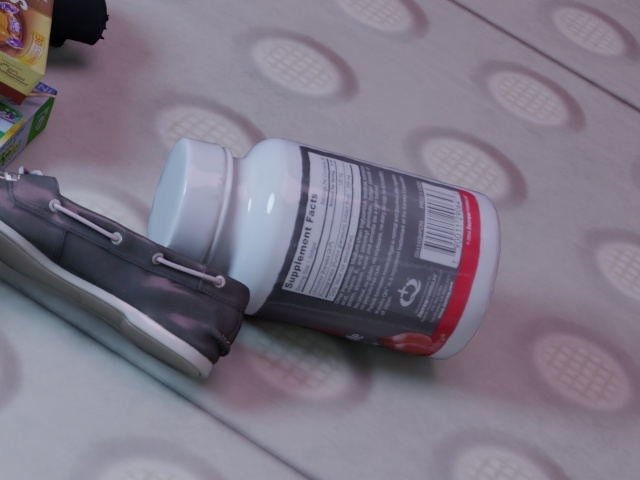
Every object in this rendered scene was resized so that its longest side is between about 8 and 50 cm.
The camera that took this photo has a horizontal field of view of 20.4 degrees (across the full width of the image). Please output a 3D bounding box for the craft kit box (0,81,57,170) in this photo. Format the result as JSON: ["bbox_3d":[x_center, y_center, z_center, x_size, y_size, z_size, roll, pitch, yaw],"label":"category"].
[{"bbox_3d":[-0.422,-0.134,1.760,0.250,0.061,0.247,28,31,3],"label":"craft kit box"}]

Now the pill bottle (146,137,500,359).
[{"bbox_3d":[0.000,0.000,1.741,0.318,0.176,0.176,15,36,-16],"label":"pill bottle"}]

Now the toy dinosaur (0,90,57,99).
[{"bbox_3d":[-0.355,-0.155,1.755,0.183,0.053,0.093,-3,54,-52],"label":"toy dinosaur"}]

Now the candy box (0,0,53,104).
[{"bbox_3d":[-0.325,-0.230,1.776,0.109,0.053,0.187,30,36,-26],"label":"candy box"}]

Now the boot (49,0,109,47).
[{"bbox_3d":[-0.370,-0.290,1.970,0.207,0.094,0.246,2,28,-46],"label":"boot"}]

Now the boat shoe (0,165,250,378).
[{"bbox_3d":[-0.217,0.001,1.622,0.335,0.112,0.095,34,72,-6],"label":"boat shoe"}]
